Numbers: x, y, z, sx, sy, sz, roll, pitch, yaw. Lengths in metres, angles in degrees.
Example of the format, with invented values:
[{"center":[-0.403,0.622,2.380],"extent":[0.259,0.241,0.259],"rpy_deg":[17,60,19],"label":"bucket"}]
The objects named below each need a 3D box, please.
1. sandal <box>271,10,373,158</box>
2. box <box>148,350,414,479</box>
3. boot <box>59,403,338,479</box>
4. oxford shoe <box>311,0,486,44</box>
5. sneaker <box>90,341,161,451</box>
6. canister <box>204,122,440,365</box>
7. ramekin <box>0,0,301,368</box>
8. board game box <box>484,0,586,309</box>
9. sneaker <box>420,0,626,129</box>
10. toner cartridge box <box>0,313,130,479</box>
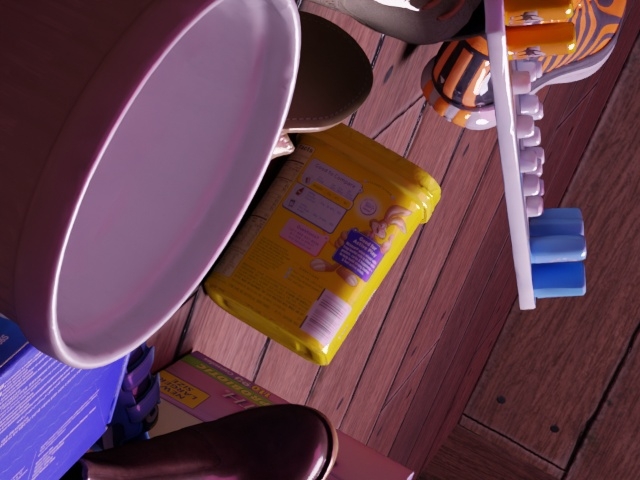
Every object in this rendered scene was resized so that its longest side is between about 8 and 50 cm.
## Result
[{"center":[-0.061,-0.083,1.119],"extent":[0.079,0.088,0.240],"rpy_deg":[-32,-179,37],"label":"sandal"},{"center":[-0.078,0.252,1.397],"extent":[0.243,0.213,0.117],"rpy_deg":[-67,167,18],"label":"box"},{"center":[-0.116,0.165,1.117],"extent":[0.248,0.090,0.207],"rpy_deg":[-23,164,4],"label":"boot"},{"center":[0.034,-0.196,1.025],"extent":[0.140,0.146,0.397],"rpy_deg":[-64,168,9],"label":"oxford shoe"},{"center":[-0.135,0.098,1.190],"extent":[0.053,0.059,0.144],"rpy_deg":[-47,161,-43],"label":"sneaker"},{"center":[0.000,0.000,1.380],"extent":[0.170,0.126,0.073],"rpy_deg":[-56,167,-15],"label":"canister"},{"center":[-0.108,-0.053,0.820],"extent":[0.207,0.109,0.207],"rpy_deg":[-53,162,-26],"label":"ramekin"},{"center":[0.144,-0.205,1.147],"extent":[0.390,0.050,0.390],"rpy_deg":[70,20,-62],"label":"board game box"},{"center":[0.233,-0.238,1.645],"extent":[0.321,0.124,0.180],"rpy_deg":[-43,167,-42],"label":"sneaker"},{"center":[-0.209,0.113,0.873],"extent":[0.348,0.075,0.165],"rpy_deg":[-46,160,-53],"label":"toner cartridge box"}]
